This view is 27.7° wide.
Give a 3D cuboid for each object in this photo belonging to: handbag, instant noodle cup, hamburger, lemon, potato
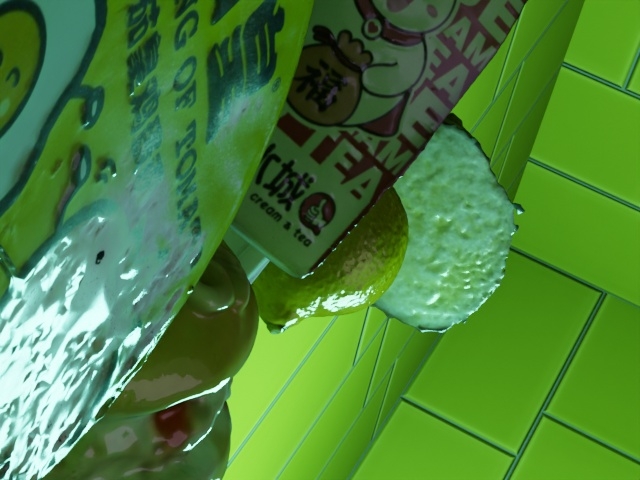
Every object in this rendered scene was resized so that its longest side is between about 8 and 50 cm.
[{"bbox_3d":[0.015,-0.145,0.827,0.298,0.171,0.151,-48,-157,3],"label":"handbag"},{"bbox_3d":[-0.180,-0.081,0.476,0.325,0.254,0.325,-57,166,-24],"label":"instant noodle cup"},{"bbox_3d":[-0.160,0.040,0.794,0.302,0.261,0.186,-50,158,-70],"label":"hamburger"},{"bbox_3d":[0.000,0.000,1.443,0.244,0.187,0.187,-52,162,-32],"label":"lemon"},{"bbox_3d":[0.114,-0.065,1.703,0.289,0.301,0.237,-34,-160,21],"label":"potato"}]

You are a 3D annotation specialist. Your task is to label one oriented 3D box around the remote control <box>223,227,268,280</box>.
[{"bbox_3d":[-0.151,0.112,1.163,0.344,0.050,0.145,-51,178,37],"label":"remote control"}]
